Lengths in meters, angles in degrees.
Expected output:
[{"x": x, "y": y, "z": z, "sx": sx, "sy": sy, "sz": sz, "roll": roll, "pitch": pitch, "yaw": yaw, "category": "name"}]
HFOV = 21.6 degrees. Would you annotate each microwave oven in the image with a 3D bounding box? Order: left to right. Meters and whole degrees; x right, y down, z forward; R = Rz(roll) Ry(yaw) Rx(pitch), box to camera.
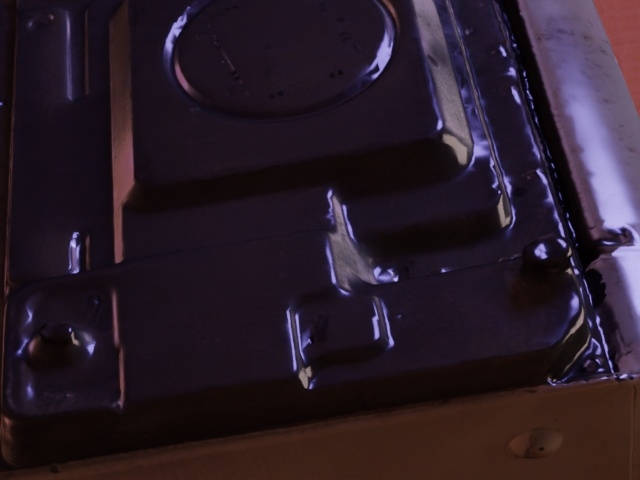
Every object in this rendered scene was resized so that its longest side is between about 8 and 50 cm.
[{"x": 0.000, "y": 0.000, "z": 0.843, "sx": 0.247, "sy": 0.333, "sz": 0.394, "roll": 83, "pitch": -2, "yaw": -45, "category": "microwave oven"}]
